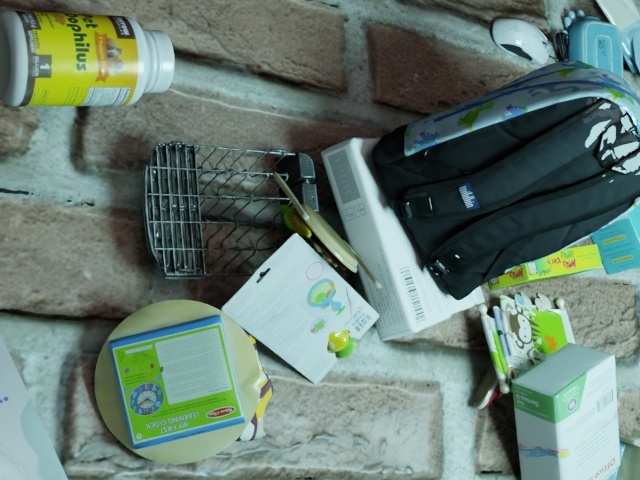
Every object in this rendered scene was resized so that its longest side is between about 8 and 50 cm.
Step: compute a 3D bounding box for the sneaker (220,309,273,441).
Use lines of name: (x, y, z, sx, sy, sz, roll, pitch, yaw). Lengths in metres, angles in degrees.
sneaker: (-0.104, 0.175, 1.242, 0.084, 0.070, 0.185, 17, 71, -40)

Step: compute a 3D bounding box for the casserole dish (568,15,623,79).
casserole dish: (0.540, -0.349, 1.797, 0.114, 0.037, 0.188, 3, 82, -21)

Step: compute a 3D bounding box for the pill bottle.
pill bottle: (-0.303, -0.232, 1.192, 0.215, 0.117, 0.117, -7, 80, -34)

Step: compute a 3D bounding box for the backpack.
backpack: (0.307, -0.113, 1.360, 0.290, 0.356, 0.273, 56, 35, -18)

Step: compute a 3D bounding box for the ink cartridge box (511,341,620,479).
ink cartridge box: (0.390, 0.292, 1.460, 0.154, 0.093, 0.212, -25, 114, -34)

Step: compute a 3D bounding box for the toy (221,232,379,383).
toy: (-0.029, 0.090, 1.263, 0.137, 0.056, 0.237, -46, 132, -2)

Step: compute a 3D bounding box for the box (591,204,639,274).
box: (0.529, -0.066, 1.690, 0.060, 0.100, 0.244, -25, 90, -35)

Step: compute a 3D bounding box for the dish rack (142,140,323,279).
dish rack: (-0.120, -0.034, 1.284, 0.272, 0.074, 0.208, 2, 74, -31)

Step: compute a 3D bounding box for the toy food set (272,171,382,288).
toy food set: (0.000, 0.000, 1.245, 0.038, 0.132, 0.192, -42, 127, 6)

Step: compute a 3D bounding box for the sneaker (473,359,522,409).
sneaker: (0.293, 0.238, 1.487, 0.067, 0.042, 0.118, 43, 56, -11)

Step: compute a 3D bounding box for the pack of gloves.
pack of gloves: (0.582, -0.380, 1.860, 0.195, 0.046, 0.232, -34, 96, -20)

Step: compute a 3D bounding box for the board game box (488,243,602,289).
board game box: (0.378, 0.044, 1.566, 0.181, 0.092, 0.043, -7, 82, -34)

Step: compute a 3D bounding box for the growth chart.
growth chart: (0.349, 0.163, 1.529, 0.237, 0.021, 0.171, 2, 63, -39)

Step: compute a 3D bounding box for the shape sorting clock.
shape sorting clock: (-0.178, 0.176, 1.160, 0.206, 0.040, 0.206, 0, 87, -4)

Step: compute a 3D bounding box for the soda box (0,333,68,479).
soda box: (-0.372, 0.215, 1.036, 0.098, 0.091, 0.286, -24, 90, -35)

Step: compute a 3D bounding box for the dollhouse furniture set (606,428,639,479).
dollhouse furniture set: (0.608, 0.475, 1.473, 0.198, 0.286, 0.303, 26, 75, -25)

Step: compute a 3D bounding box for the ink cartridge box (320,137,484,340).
ink cartridge box: (0.135, -0.013, 1.444, 0.261, 0.066, 0.296, -10, 82, -57)

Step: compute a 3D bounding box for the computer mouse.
computer mouse: (0.404, -0.366, 1.730, 0.193, 0.042, 0.106, 14, 70, -29)
